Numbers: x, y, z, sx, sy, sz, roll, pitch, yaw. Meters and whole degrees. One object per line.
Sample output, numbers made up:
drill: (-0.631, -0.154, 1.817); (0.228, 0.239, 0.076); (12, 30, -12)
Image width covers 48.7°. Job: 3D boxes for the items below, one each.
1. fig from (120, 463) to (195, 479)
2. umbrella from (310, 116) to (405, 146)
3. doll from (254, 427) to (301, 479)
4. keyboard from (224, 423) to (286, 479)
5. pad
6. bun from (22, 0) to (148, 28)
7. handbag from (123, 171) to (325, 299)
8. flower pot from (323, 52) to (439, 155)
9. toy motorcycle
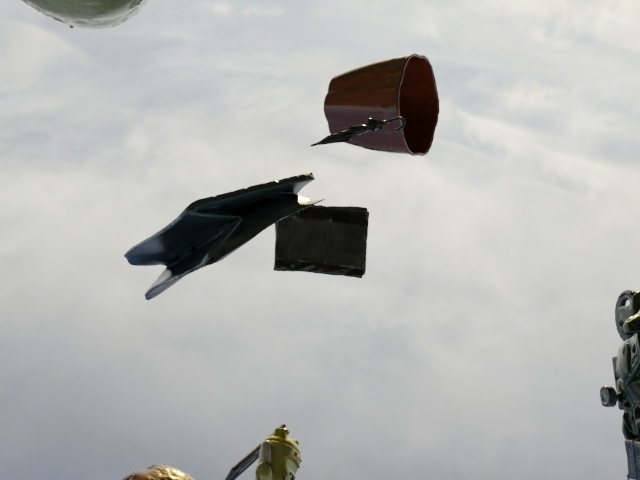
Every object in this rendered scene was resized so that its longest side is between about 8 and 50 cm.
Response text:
fig: (-0.238, 0.455, 1.004); (0.159, 0.256, 0.159); (9, -171, -2)
umbrella: (0.042, -0.128, 0.827); (0.122, 0.013, 0.022); (-8, -109, 27)
doll: (-0.067, 0.359, 1.027); (0.062, 0.106, 0.162); (-5, -129, 24)
keyboard: (-0.136, 0.447, 1.474); (0.013, 0.061, 0.204); (36, -154, 15)
pad: (0.000, 0.000, 1.721); (0.233, 0.174, 0.022); (3, -173, 10)
bun: (-0.221, -0.303, 0.516); (0.187, 0.293, 0.293); (-3, -142, -21)
handbag: (-0.103, -0.008, 0.715); (0.144, 0.221, 0.057); (-27, -89, -31)
flower pot: (0.110, -0.251, 1.319); (0.173, 0.190, 0.190); (6, -147, 32)
toy motorcycle: (0.453, 0.194, 0.933); (0.125, 0.187, 0.274); (-1, -102, -8)
